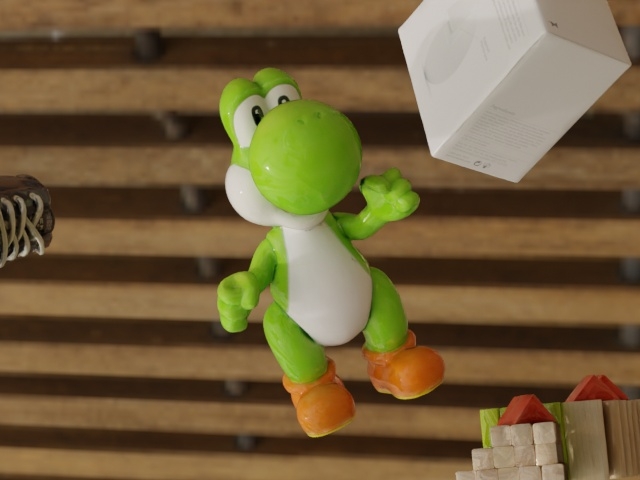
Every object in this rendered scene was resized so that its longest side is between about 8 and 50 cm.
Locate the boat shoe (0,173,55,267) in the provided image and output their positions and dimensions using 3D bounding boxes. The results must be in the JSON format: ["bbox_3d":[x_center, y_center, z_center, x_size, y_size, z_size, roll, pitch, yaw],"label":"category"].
[{"bbox_3d":[-0.356,-0.019,1.766,0.340,0.158,0.127,-144,55,-65],"label":"boat shoe"}]

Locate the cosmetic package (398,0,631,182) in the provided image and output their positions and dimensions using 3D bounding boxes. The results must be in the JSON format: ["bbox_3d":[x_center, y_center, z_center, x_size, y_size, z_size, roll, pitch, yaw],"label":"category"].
[{"bbox_3d":[0.227,-0.233,1.957,0.224,0.138,0.224,-50,38,39],"label":"cosmetic package"}]

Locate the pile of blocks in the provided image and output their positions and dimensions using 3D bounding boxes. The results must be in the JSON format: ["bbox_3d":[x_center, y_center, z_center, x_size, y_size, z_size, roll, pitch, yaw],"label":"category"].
[{"bbox_3d":[0.256,0.200,1.730,0.362,0.149,0.112,7,-104,-52],"label":"pile of blocks"}]

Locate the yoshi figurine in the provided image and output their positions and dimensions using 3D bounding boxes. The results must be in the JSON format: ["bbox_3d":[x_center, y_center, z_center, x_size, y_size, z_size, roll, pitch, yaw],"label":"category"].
[{"bbox_3d":[-0.001,0.007,1.620,0.203,0.203,0.362,-38,-68,-55],"label":"yoshi figurine"}]
